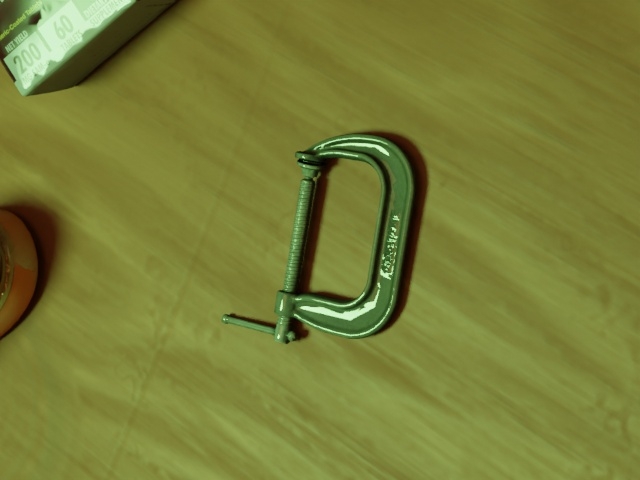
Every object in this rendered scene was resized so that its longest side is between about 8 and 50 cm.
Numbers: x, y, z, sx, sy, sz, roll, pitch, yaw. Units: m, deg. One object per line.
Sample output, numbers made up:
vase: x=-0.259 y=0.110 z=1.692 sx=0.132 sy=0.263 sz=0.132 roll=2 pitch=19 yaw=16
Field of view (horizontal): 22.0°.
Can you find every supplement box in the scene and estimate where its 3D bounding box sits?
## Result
supplement box: x=-0.224 y=-0.243 z=1.227 sx=0.130 sy=0.073 sz=0.239 roll=-36 pitch=84 yaw=27

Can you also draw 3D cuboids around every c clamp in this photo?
c clamp: x=0.000 y=0.000 z=1.130 sx=0.137 sy=0.022 sz=0.161 roll=19 pitch=98 yaw=33

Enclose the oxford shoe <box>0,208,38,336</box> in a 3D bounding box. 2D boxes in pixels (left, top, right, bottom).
oxford shoe: x=-0.385 y=0.097 z=1.313 sx=0.364 sy=0.132 sz=0.130 roll=-46 pitch=65 yaw=23
